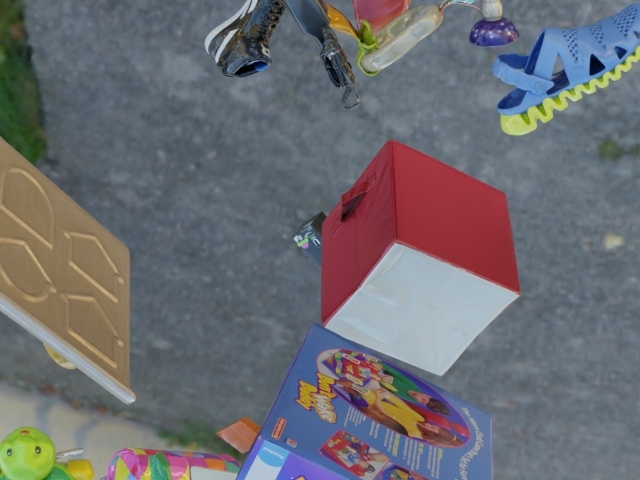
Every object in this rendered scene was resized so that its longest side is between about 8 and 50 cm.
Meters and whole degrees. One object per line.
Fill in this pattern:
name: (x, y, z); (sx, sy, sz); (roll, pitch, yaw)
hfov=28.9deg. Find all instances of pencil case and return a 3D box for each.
pencil case: (-0.236, 0.388, 2.001); (0.104, 0.104, 0.236); (-16, 161, 42)

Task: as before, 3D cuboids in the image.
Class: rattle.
rattle: (0.110, -0.336, 1.763); (0.200, 0.130, 0.142); (-29, 95, 41)

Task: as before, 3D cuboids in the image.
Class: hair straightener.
hair straightener: (0.000, -0.242, 1.547); (0.047, 0.089, 0.230); (-19, 132, 8)

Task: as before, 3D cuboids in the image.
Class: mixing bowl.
mixing bowl: (0.098, -0.434, 2.111); (0.098, 0.181, 0.181); (-12, 148, 3)

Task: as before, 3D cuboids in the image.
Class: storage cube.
storage cube: (0.121, 0.024, 1.598); (0.215, 0.193, 0.183); (23, 129, -20)

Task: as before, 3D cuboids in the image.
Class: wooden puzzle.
wooden puzzle: (-0.391, 0.042, 1.764); (0.081, 0.347, 0.322); (-31, 132, 15)

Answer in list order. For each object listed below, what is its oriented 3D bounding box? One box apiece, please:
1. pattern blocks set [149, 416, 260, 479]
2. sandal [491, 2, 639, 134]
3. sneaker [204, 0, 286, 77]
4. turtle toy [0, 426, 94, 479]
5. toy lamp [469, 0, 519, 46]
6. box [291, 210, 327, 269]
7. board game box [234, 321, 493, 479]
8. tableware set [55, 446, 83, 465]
pattern blocks set: (-0.083, 0.369, 1.637); (0.325, 0.026, 0.285); (12, 110, 23)
sandal: (0.423, -0.314, 2.145); (0.317, 0.126, 0.138); (-34, 112, 12)
sneaker: (-0.096, -0.368, 2.187); (0.217, 0.121, 0.079); (-42, 147, 15)
turtle toy: (-0.228, 0.207, 0.988); (0.095, 0.130, 0.066); (-5, -165, -5)
toy lamp: (0.223, -0.406, 1.689); (0.080, 0.080, 0.274); (2, 117, 19)
box: (0.000, 0.000, 2.334); (0.083, 0.052, 0.062); (50, 133, -10)
board game box: (0.055, 0.216, 1.257); (0.233, 0.078, 0.347); (27, -165, 1)
tableware set: (-0.424, 0.357, 1.722); (0.194, 0.039, 0.128); (-7, 140, -38)
